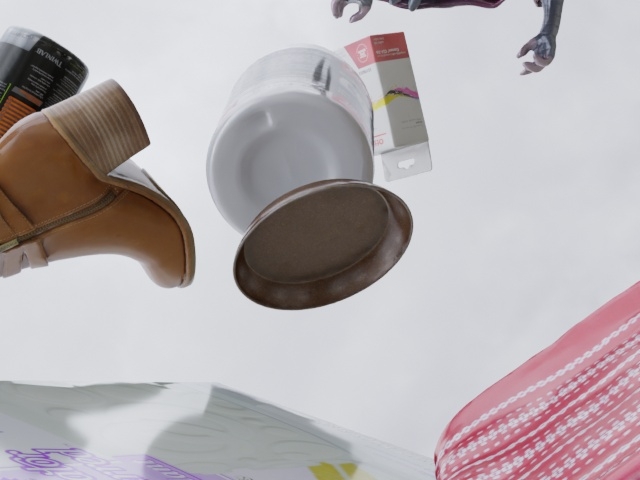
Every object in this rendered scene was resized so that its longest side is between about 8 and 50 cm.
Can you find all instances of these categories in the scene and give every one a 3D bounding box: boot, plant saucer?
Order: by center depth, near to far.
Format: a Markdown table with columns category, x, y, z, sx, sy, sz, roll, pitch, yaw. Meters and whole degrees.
| category | x | y | z | sx | sy | sz | roll | pitch | yaw |
| --- | --- | --- | --- | --- | --- | --- | --- | --- | --- |
| plant saucer | 0.000 | 0.000 | 1.059 | 0.168 | 0.029 | 0.168 | -13 | -38 | -10 |
| boot | -0.250 | -0.004 | 1.175 | 0.220 | 0.109 | 0.283 | -34 | -34 | -15 |

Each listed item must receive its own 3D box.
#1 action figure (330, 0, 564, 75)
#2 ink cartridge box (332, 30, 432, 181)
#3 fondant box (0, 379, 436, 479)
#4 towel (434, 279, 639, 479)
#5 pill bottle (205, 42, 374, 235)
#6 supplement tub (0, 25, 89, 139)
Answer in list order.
| category | x | y | z | sx | sy | sz | roll | pitch | yaw |
| --- | --- | --- | --- | --- | --- | --- | --- | --- | --- |
| action figure | 0.143 | -0.320 | 1.195 | 0.370 | 0.248 | 0.276 | -60 | -18 | -72 |
| ink cartridge box | 0.081 | -0.181 | 1.664 | 0.067 | 0.115 | 0.198 | -14 | -89 | -35 |
| fondant box | -0.085 | 0.140 | 0.576 | 0.330 | 0.238 | 0.096 | 8 | -86 | -52 |
| towel | 0.120 | 0.047 | 0.438 | 0.199 | 0.031 | 0.275 | -38 | -4 | 3 |
| pill bottle | -0.024 | -0.112 | 1.238 | 0.161 | 0.283 | 0.161 | 1 | -68 | 2 |
| supplement tub | -0.376 | -0.157 | 1.456 | 0.117 | 0.117 | 0.190 | 37 | -103 | -45 |
